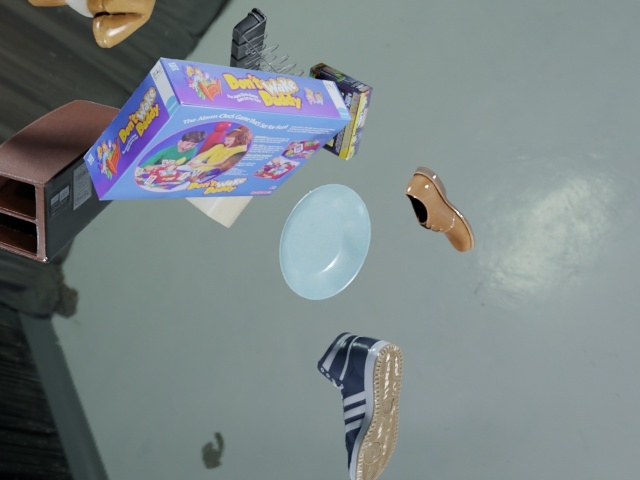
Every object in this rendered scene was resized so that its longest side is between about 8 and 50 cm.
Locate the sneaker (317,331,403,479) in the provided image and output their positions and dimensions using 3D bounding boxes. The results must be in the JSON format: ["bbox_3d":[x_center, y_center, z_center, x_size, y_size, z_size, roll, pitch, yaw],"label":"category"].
[{"bbox_3d":[0.066,0.312,1.514,0.153,0.099,0.282,16,102,45],"label":"sneaker"}]

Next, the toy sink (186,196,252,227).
[{"bbox_3d":[-0.261,-0.163,1.763,0.234,0.131,0.152,36,89,22],"label":"toy sink"}]

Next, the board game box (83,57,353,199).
[{"bbox_3d":[-0.149,-0.158,1.218,0.233,0.347,0.078,-39,68,36],"label":"board game box"}]

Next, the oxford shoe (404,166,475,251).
[{"bbox_3d":[0.225,-0.042,1.531,0.076,0.212,0.076,-52,30,-20],"label":"oxford shoe"}]

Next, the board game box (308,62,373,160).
[{"bbox_3d":[0.030,-0.282,1.733,0.141,0.048,0.170,31,131,21],"label":"board game box"}]

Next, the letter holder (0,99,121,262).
[{"bbox_3d":[-0.488,-0.127,1.373,0.215,0.302,0.152,17,124,8],"label":"letter holder"}]

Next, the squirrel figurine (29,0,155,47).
[{"bbox_3d":[-0.443,-0.662,1.613,0.397,0.370,0.281,-38,59,-20],"label":"squirrel figurine"}]

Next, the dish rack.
[{"bbox_3d":[-0.086,-0.306,1.601,0.074,0.208,0.271,-37,78,-20],"label":"dish rack"}]

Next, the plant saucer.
[{"bbox_3d":[0.000,0.000,1.302,0.037,0.195,0.194,19,84,48],"label":"plant saucer"}]
